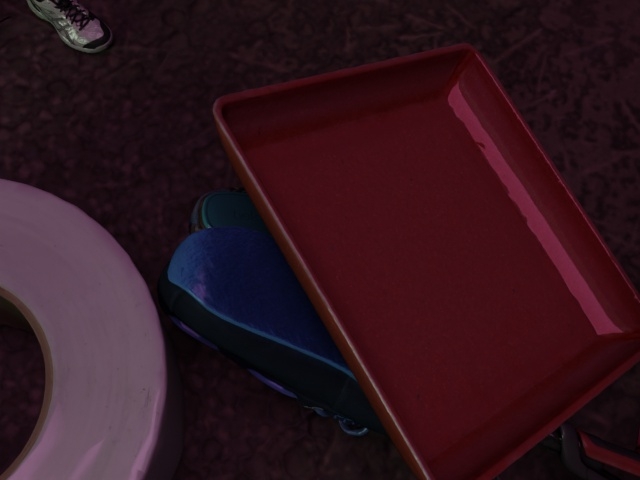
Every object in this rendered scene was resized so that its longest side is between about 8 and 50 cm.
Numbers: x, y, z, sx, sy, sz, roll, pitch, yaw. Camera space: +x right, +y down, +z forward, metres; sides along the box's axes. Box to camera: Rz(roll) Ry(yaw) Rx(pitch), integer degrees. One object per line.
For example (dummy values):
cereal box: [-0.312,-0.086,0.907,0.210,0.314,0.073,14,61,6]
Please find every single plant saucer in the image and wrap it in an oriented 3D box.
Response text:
plant saucer: [0.079,0.004,0.580,0.258,0.048,0.259,-22,77,-42]

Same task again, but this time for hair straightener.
hair straightener: [0.205,0.182,0.573,0.230,0.047,0.089,22,101,-10]

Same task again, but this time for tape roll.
tape roll: [-0.232,0.105,0.563,0.286,0.100,0.286,1,67,-1]

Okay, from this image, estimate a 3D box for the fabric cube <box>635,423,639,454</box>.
fabric cube: [0.377,0.033,0.535,0.258,0.254,0.259,15,73,4]

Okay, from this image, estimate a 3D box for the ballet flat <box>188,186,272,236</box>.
ballet flat: [0.000,0.000,0.632,0.188,0.070,0.070,9,72,-13]

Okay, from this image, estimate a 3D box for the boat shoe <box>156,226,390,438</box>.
boat shoe: [0.015,0.066,0.596,0.258,0.089,0.109,34,59,-14]

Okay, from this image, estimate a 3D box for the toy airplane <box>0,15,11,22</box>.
toy airplane: [-0.303,-0.218,0.714,0.151,0.028,0.151,1,71,-3]

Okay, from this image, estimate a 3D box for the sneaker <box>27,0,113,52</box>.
sneaker: [-0.200,-0.178,0.700,0.083,0.037,0.032,34,73,7]
